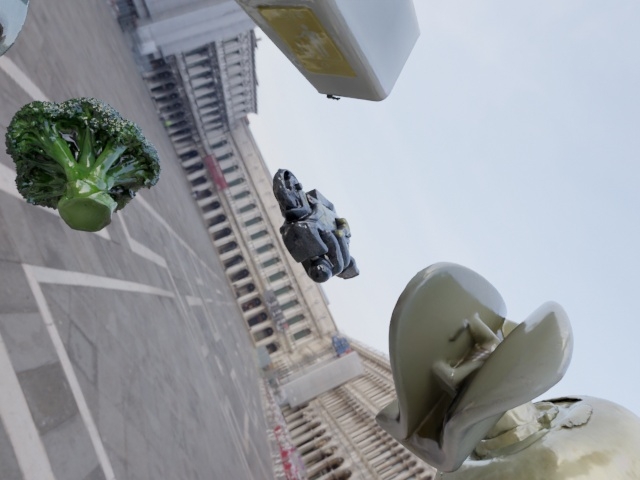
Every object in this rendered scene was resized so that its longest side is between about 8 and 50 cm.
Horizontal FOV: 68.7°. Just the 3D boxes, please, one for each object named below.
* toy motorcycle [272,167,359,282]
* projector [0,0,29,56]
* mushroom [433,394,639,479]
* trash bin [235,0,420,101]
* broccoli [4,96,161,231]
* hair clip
[{"bbox_3d":[0.000,0.000,0.567,0.193,0.061,0.124,42,33,-55],"label":"toy motorcycle"},{"bbox_3d":[-0.184,-0.111,0.090,0.337,0.108,0.108,-132,-159,-76],"label":"projector"},{"bbox_3d":[0.229,0.242,0.500,0.246,0.245,0.203,107,-36,-72],"label":"mushroom"},{"bbox_3d":[0.020,-0.433,0.769,0.255,0.296,0.367,18,-13,35],"label":"trash bin"},{"bbox_3d":[-0.487,-0.147,0.953,0.297,0.297,0.298,-110,-174,-48],"label":"broccoli"},{"bbox_3d":[0.129,0.109,0.409,0.113,0.172,0.282,38,-15,28],"label":"hair clip"}]
